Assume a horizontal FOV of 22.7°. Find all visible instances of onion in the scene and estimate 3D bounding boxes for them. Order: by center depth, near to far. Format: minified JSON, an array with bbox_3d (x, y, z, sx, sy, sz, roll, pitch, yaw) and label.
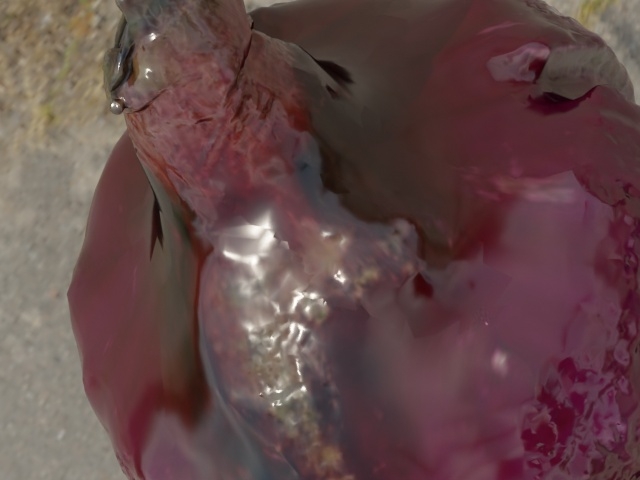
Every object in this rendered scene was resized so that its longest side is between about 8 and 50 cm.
[{"bbox_3d":[0.000,0.000,0.887,0.398,0.398,0.420,-16,153,26],"label":"onion"}]
